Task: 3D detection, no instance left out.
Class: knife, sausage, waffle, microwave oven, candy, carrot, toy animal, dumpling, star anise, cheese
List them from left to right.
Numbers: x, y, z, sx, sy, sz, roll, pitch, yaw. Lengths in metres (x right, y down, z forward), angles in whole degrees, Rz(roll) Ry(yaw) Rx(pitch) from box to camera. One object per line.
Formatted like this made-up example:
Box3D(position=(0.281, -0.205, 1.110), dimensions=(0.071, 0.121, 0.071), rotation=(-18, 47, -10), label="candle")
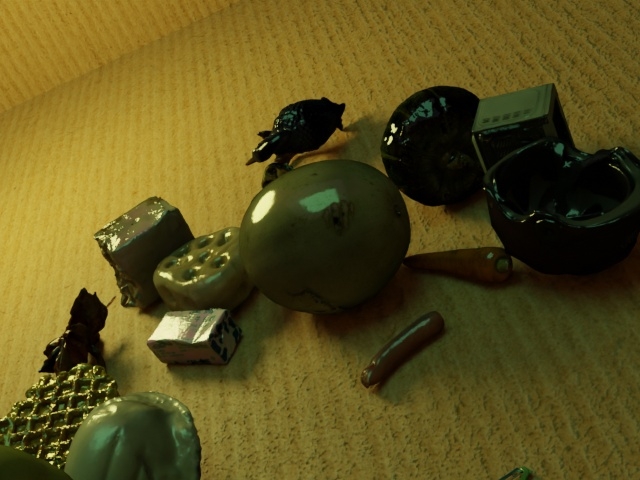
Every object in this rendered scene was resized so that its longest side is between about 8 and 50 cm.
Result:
Box3D(position=(-0.469, 0.323, 1.944), dimensions=(0.238, 0.059, 0.243), rotation=(-39, 46, -21), label="waffle")
Box3D(position=(-0.484, 0.196, 2.138), dimensions=(0.196, 0.111, 0.212), rotation=(-13, 58, 59), label="star anise")
Box3D(position=(-0.291, 0.373, 1.699), dimensions=(0.227, 0.243, 0.175), rotation=(9, 2, 21), label="dumpling")
Box3D(position=(-0.355, 0.027, 2.243), dimensions=(0.195, 0.185, 0.137), rotation=(-35, 35, -22), label="candy")
Box3D(position=(-0.234, 0.181, 2.000), dimensions=(0.160, 0.073, 0.092), rotation=(-4, 41, 33), label="candy")
Box3D(position=(-0.215, 0.067, 2.118), dimensions=(0.218, 0.117, 0.235), rotation=(-30, 30, -9), label="cheese")
Box3D(position=(-0.051, -0.247, 2.438), dimensions=(0.298, 0.122, 0.185), rotation=(-29, -7, -28), label="toy animal")
Box3D(position=(0.133, 0.177, 1.746), dimensions=(0.177, 0.040, 0.047), rotation=(-37, 38, -17), label="sausage")
Box3D(position=(0.241, 0.041, 1.873), dimensions=(0.061, 0.061, 0.256), rotation=(-45, 25, -29), label="carrot")
Box3D(position=(0.370, -0.150, 1.900), dimensions=(0.162, 0.208, 0.122), rotation=(-11, 33, 25), label="microwave oven")
Box3D(position=(0.274, 0.352, 1.383), dimensions=(0.078, 0.022, 0.166), rotation=(-36, 30, -5), label="knife")

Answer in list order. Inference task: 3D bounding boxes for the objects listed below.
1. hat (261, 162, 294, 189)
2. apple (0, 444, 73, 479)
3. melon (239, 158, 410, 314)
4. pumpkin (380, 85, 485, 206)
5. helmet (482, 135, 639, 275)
Box3D(position=(-0.087, -0.136, 2.377), dimensions=(0.077, 0.076, 0.059), rotation=(19, 18, 7), label="hat")
Box3D(position=(-0.474, 0.472, 1.483), dimensions=(0.357, 0.357, 0.357), rotation=(-20, 30, 12), label="apple")
Box3D(position=(0.000, 0.000, 1.904), dimensions=(0.330, 0.268, 0.268), rotation=(-20, 29, 30), label="melon")
Box3D(position=(0.233, -0.180, 2.037), dimensions=(0.238, 0.238, 0.159), rotation=(-33, 27, -10), label="pumpkin")
Box3D(position=(0.405, -0.034, 1.727), dimensions=(0.225, 0.177, 0.305), rotation=(-32, 39, -29), label="helmet")
